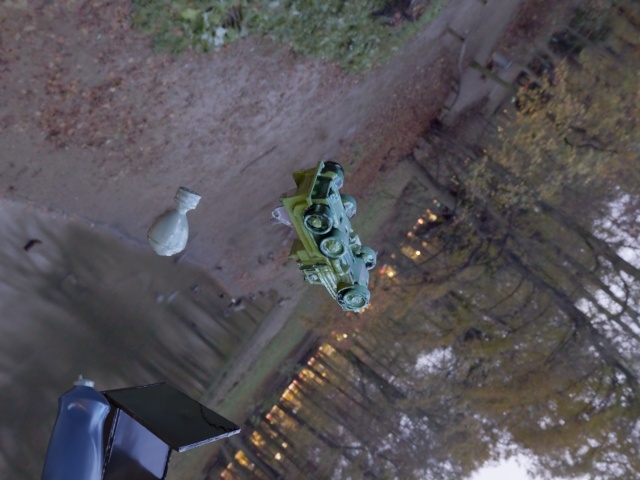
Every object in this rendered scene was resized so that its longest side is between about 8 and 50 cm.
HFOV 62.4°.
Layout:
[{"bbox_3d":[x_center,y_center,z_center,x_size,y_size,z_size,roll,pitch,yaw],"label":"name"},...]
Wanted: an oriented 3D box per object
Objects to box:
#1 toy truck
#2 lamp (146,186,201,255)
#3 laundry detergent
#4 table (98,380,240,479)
[{"bbox_3d":[0.004,0.002,0.907,0.135,0.260,0.128,-12,-141,24],"label":"toy truck"},{"bbox_3d":[-0.385,-0.048,1.395,0.193,0.106,0.106,-63,172,3],"label":"lamp"},{"bbox_3d":[-0.423,0.339,0.922,0.061,0.096,0.206,115,-25,-64],"label":"laundry detergent"},{"bbox_3d":[-0.369,0.497,1.195,0.196,0.282,0.251,11,95,-55],"label":"table"}]
